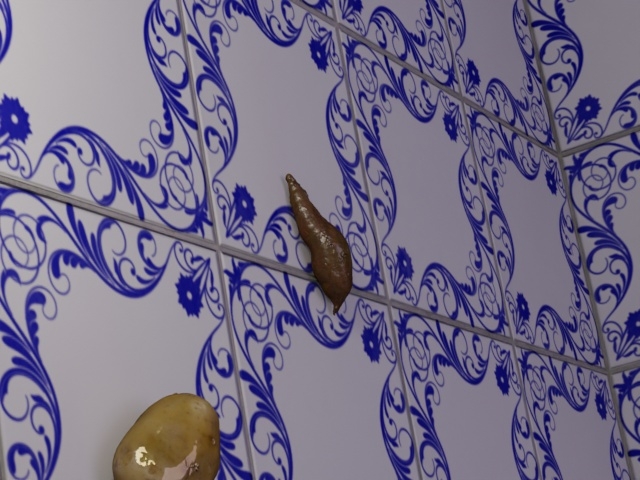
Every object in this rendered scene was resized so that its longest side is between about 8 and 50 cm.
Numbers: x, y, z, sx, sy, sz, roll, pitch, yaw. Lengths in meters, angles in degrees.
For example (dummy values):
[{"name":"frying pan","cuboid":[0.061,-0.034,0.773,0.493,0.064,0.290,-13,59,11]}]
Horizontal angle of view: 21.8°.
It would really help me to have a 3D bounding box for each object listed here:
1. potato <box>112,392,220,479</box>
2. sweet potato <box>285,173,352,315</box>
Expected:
[{"name":"potato","cuboid":[-0.174,0.252,1.927,0.178,0.109,0.118,-55,144,-53]},{"name":"sweet potato","cuboid":[0.006,0.000,2.489,0.068,0.068,0.226,-26,95,-64]}]
